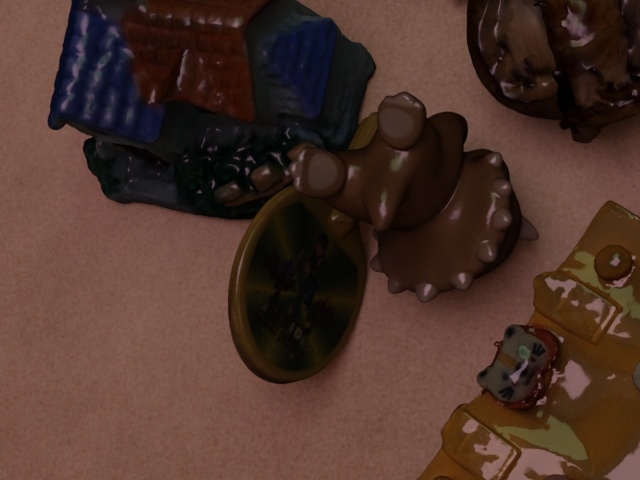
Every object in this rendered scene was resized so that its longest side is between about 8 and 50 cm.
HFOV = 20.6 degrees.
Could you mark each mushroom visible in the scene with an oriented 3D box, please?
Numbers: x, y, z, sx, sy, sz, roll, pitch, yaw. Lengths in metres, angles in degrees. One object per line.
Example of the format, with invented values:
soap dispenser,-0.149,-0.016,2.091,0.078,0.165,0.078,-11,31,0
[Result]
mushroom,0.270,-0.233,1.766,0.263,0.195,0.283,-7,59,26

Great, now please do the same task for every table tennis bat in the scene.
table tennis bat,0.000,0.000,1.829,0.050,0.198,0.321,8,58,39

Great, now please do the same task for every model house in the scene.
model house,-0.145,-0.181,1.830,0.295,0.329,0.252,12,79,23

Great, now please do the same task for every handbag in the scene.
handbag,0.272,0.188,1.714,0.283,0.133,0.401,37,91,28

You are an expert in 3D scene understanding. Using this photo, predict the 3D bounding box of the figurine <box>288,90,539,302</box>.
figurine,0.108,-0.029,1.748,0.177,0.247,0.173,-31,73,11
